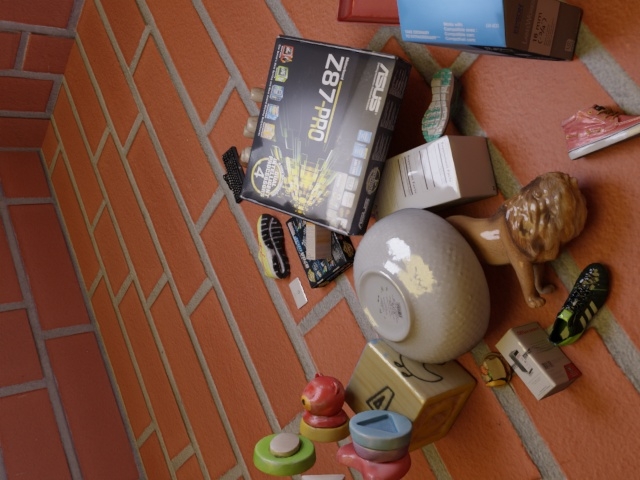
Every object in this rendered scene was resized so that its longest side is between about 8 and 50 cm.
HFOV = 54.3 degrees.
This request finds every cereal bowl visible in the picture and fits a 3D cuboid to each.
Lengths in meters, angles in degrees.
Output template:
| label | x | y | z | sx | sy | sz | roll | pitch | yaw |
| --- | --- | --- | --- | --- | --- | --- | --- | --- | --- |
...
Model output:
| label | x | y | z | sx | sy | sz | roll | pitch | yaw |
| --- | --- | --- | --- | --- | --- | --- | --- | --- | --- |
| cereal bowl | 0.180 | 0.110 | 1.308 | 0.339 | 0.141 | 0.338 | 34 | 135 | 43 |

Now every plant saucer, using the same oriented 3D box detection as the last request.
| label | x | y | z | sx | sy | sz | roll | pitch | yaw |
| --- | --- | --- | --- | --- | --- | --- | --- | --- | --- |
| plant saucer | 0.152 | -0.645 | 1.486 | 0.258 | 0.048 | 0.258 | 24 | 111 | 46 |

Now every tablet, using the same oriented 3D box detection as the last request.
| label | x | y | z | sx | sy | sz | roll | pitch | yaw |
| --- | --- | --- | --- | --- | --- | --- | --- | --- | --- |
| tablet | -0.067 | 0.158 | 1.872 | 0.054 | 0.006 | 0.083 | -42 | 64 | 44 |

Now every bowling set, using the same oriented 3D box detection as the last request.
| label | x | y | z | sx | sy | sz | roll | pitch | yaw |
| --- | --- | --- | --- | --- | --- | --- | --- | --- | --- |
| bowling set | -0.149 | -0.287 | 1.819 | 0.200 | 0.154 | 0.286 | 122 | 154 | -61 |

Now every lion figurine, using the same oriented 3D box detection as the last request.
| label | x | y | z | sx | sy | sz | roll | pitch | yaw |
| --- | --- | --- | --- | --- | --- | --- | --- | --- | --- |
| lion figurine | 0.344 | 0.002 | 1.256 | 0.392 | 0.142 | 0.240 | -7 | 103 | 42 |

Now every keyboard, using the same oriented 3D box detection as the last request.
| label | x | y | z | sx | sy | sz | roll | pitch | yaw |
| --- | --- | --- | --- | --- | --- | --- | --- | --- | --- |
| keyboard | -0.293 | -0.213 | 2.080 | 0.108 | 0.023 | 0.180 | -35 | 67 | 46 |

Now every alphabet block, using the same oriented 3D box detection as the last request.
| label | x | y | z | sx | sy | sz | roll | pitch | yaw |
| --- | --- | --- | --- | --- | --- | --- | --- | --- | --- |
| alphabet block | 0.201 | 0.347 | 1.440 | 0.197 | 0.192 | 0.193 | 43 | 127 | 37 |

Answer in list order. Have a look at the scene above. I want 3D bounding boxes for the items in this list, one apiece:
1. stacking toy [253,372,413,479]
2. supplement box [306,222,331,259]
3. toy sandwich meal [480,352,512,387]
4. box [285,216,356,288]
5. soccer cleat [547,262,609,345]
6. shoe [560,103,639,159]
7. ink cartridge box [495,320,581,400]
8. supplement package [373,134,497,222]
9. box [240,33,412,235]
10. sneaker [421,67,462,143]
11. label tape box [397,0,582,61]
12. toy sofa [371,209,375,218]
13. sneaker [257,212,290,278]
| label | x | y | z | sx | sy | sz | roll | pitch | yaw |
| --- | --- | --- | --- | --- | --- | --- | --- | --- | --- |
| stacking toy | 0.021 | 0.396 | 1.303 | 0.309 | 0.280 | 0.130 | 11 | 104 | 45 |
| supplement box | -0.005 | 0.000 | 1.656 | 0.036 | 0.062 | 0.098 | 5 | 97 | 47 |
| toy sandwich meal | 0.375 | 0.282 | 1.348 | 0.086 | 0.029 | 0.085 | 8 | 100 | 49 |
| box | 0.000 | 0.000 | 1.739 | 0.175 | 0.051 | 0.220 | -41 | 64 | 44 |
| soccer cleat | 0.483 | 0.125 | 1.169 | 0.060 | 0.072 | 0.178 | 38 | 122 | 41 |
| shoe | 0.511 | -0.209 | 1.103 | 0.178 | 0.064 | 0.081 | -23 | 82 | 53 |
| ink cartridge box | 0.427 | 0.235 | 1.228 | 0.135 | 0.099 | 0.056 | 56 | 133 | 31 |
| supplement package | 0.240 | -0.131 | 1.374 | 0.244 | 0.139 | 0.133 | -17 | 82 | 48 |
| box | 0.002 | -0.240 | 1.414 | 0.318 | 0.097 | 0.394 | 21 | 101 | 28 |
| sneaker | 0.273 | -0.283 | 1.351 | 0.065 | 0.076 | 0.166 | 13 | 87 | 47 |
| label tape box | 0.280 | -0.405 | 1.142 | 0.241 | 0.334 | 0.105 | 24 | 112 | 46 |
| toy sofa | 0.071 | -0.233 | 1.560 | 0.150 | 0.177 | 0.362 | -155 | 70 | -72 |
| sneaker | -0.163 | 0.022 | 1.912 | 0.094 | 0.082 | 0.208 | -17 | 82 | 52 |
